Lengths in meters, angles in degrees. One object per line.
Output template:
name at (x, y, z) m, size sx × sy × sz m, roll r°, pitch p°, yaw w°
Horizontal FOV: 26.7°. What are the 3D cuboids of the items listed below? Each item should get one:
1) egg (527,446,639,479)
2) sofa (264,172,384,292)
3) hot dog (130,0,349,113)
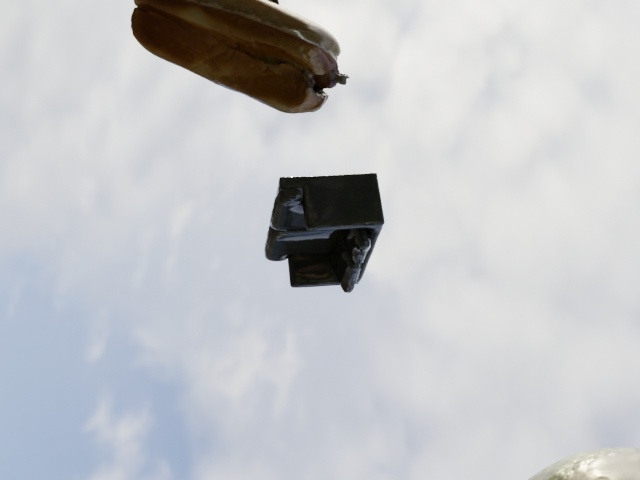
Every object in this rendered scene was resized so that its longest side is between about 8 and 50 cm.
egg at (0.243, 0.286, 0.991) m, size 0.289 × 0.238 × 0.238 m, roll 45°, pitch -57°, yaw 48°
sofa at (0.000, 0.000, 1.124) m, size 0.147 × 0.085 × 0.060 m, roll 110°, pitch -24°, yaw -68°
hot dog at (-0.043, -0.109, 0.707) m, size 0.133 × 0.041 × 0.056 m, roll 25°, pitch -56°, yaw 20°
